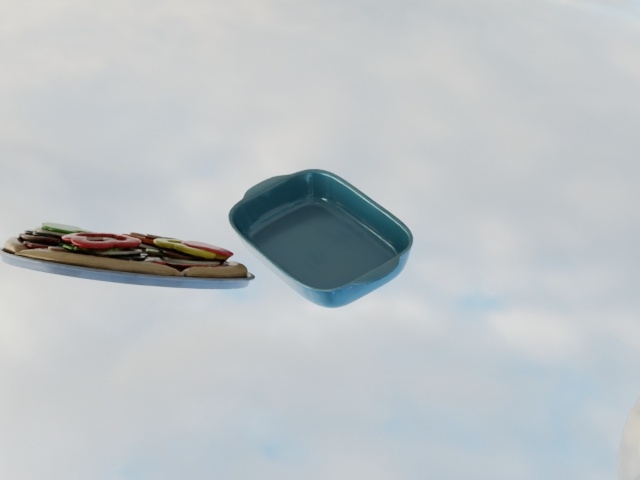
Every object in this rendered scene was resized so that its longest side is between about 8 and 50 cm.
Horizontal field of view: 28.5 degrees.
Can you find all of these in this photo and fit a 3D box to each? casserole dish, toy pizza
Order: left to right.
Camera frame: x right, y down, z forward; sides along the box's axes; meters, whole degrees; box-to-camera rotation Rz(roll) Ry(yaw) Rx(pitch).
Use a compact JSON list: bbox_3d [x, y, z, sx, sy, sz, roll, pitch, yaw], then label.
[{"bbox_3d":[-0.150,0.010,0.986,0.201,0.032,0.201,6,-177,0],"label":"toy pizza"},{"bbox_3d":[0.000,0.000,1.093,0.114,0.037,0.188,-28,-138,-23],"label":"casserole dish"}]

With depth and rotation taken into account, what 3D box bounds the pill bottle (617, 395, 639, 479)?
[{"bbox_3d":[0.352,0.173,0.771,0.210,0.210,0.363,7,180,-18],"label":"pill bottle"}]
